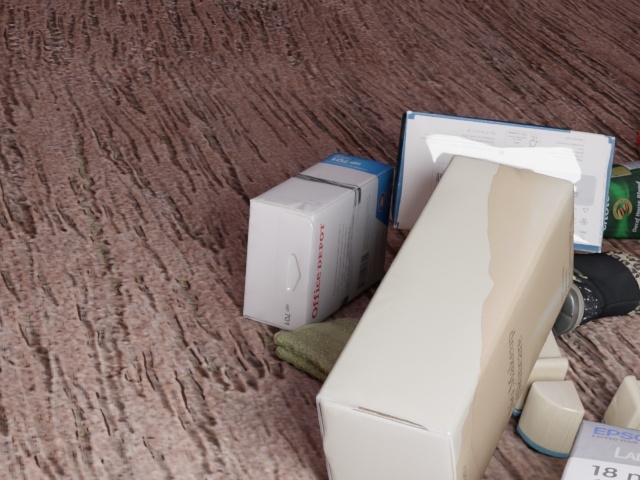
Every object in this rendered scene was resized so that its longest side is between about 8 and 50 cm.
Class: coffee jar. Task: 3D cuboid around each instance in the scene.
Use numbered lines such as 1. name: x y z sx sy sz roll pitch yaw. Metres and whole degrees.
1. coffee jar: 0.325 -0.044 2.004 0.184 0.096 0.079 -5 21 -22

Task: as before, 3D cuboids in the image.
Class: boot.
1. boot: 0.239 0.042 1.807 0.179 0.085 0.236 -6 19 -41

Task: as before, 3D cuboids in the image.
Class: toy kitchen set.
1. toy kitchen set: 0.251 0.128 1.590 0.166 0.122 0.207 0 43 -14

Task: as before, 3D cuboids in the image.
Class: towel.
1. towel: 0.033 0.115 1.643 0.110 0.027 0.148 -15 29 -38

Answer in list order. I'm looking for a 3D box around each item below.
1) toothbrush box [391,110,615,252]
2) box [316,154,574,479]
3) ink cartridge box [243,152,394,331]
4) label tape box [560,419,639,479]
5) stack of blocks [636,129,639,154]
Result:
1. toothbrush box: 0.189 -0.069 1.790 0.216 0.126 0.295 7 5 1
2. box: 0.117 0.084 1.438 0.121 0.148 0.311 14 50 21
3. ink cartridge box: 0.000 0.000 1.767 0.082 0.139 0.191 16 25 26
4. label tape box: 0.296 0.222 1.226 0.241 0.105 0.333 9 22 14
5. stack of blocks: 0.503 -0.154 2.197 0.087 0.171 0.297 16 22 -1
